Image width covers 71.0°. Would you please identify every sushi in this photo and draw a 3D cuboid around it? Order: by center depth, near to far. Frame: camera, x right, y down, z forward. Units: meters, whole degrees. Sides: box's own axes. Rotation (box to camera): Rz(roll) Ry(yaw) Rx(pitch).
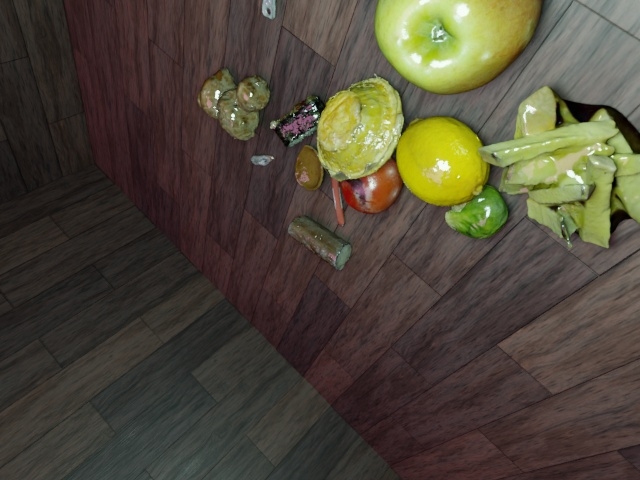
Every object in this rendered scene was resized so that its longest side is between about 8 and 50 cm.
[{"bbox_3d":[-0.061,-0.427,1.596,0.212,0.147,0.115,-27,93,37],"label":"sushi"}]

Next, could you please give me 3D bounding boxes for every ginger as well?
[{"bbox_3d":[0.574,-0.127,1.074,0.413,0.211,0.358,46,147,7],"label":"ginger"},{"bbox_3d":[-0.360,-0.554,1.793,0.375,0.176,0.256,28,121,33],"label":"ginger"}]

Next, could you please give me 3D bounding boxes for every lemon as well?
[{"bbox_3d":[0.333,-0.216,1.240,0.263,0.236,0.236,-108,14,-47],"label":"lemon"}]

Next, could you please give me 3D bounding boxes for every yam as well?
[{"bbox_3d":[0.000,0.001,1.905,0.279,0.131,0.131,35,142,24],"label":"yam"}]

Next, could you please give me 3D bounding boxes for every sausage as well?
[{"bbox_3d":[0.068,-0.162,1.760,0.034,0.034,0.253,21,135,37],"label":"sausage"}]

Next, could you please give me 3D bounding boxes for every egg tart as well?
[{"bbox_3d":[0.093,-0.345,1.368,0.341,0.132,0.341,-8,79,44],"label":"egg tart"}]

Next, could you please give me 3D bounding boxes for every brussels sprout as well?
[{"bbox_3d":[0.460,-0.072,1.309,0.145,0.131,0.183,52,142,10],"label":"brussels sprout"}]

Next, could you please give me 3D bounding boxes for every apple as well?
[{"bbox_3d":[0.291,-0.493,0.980,0.338,0.305,0.338,28,137,30],"label":"apple"}]

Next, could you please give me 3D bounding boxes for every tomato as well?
[{"bbox_3d":[0.165,-0.190,1.494,0.208,0.184,0.208,30,141,28],"label":"tomato"}]

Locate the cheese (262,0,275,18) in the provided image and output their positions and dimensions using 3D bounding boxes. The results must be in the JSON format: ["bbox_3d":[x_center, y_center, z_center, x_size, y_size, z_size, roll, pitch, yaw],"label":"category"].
[{"bbox_3d":[-0.152,-0.831,1.383,0.163,0.082,0.286,35,144,23],"label":"cheese"}]

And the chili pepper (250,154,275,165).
[{"bbox_3d":[-0.257,-0.350,1.956,0.153,0.041,0.050,10,170,43],"label":"chili pepper"}]

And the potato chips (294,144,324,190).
[{"bbox_3d":[-0.035,-0.282,1.756,0.150,0.049,0.202,39,145,23],"label":"potato chips"}]
